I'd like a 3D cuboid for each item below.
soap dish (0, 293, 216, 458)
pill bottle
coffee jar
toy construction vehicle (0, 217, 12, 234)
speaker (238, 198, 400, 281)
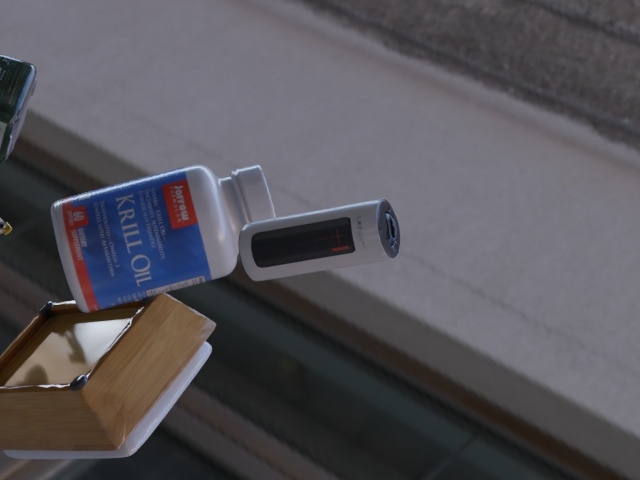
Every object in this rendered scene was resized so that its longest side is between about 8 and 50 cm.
[{"bbox_3d":[-0.305,0.172,1.858,0.291,0.229,0.118,-7,-55,41],"label":"soap dish"},{"bbox_3d":[-0.159,-0.010,1.504,0.124,0.222,0.124,164,-90,-85],"label":"pill bottle"},{"bbox_3d":[-0.356,-0.141,1.293,0.184,0.096,0.079,19,-44,-9],"label":"coffee jar"},{"bbox_3d":[-0.500,-0.042,2.111,0.086,0.035,0.098,45,8,8],"label":"toy construction vehicle"},{"bbox_3d":[0.000,0.000,1.267,0.136,0.055,0.055,-9,-66,23],"label":"speaker"}]
